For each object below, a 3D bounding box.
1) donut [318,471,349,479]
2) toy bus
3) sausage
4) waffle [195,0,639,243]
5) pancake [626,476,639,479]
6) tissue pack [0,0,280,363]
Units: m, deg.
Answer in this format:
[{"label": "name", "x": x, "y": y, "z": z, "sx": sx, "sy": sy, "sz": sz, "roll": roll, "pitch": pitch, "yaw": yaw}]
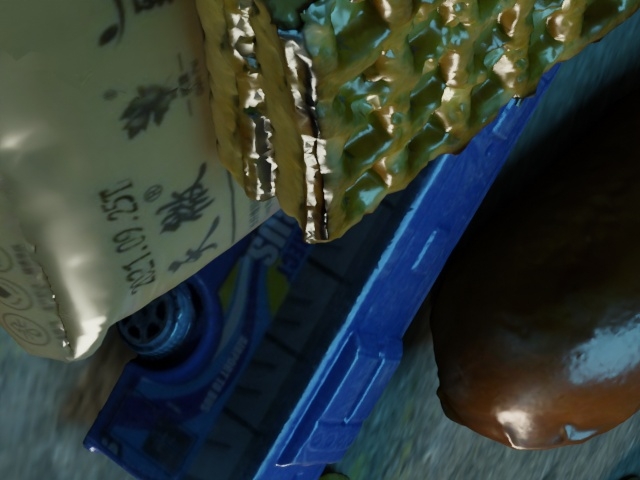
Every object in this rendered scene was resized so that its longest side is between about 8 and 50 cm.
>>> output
[{"label": "donut", "x": 0.009, "y": 0.229, "z": 0.772, "sx": 0.151, "sy": 0.112, "sz": 0.295, "roll": -39, "pitch": 146, "yaw": -22}, {"label": "toy bus", "x": 0.000, "y": 0.000, "z": 0.564, "sx": 0.079, "sy": 0.094, "sz": 0.236, "roll": 18, "pitch": 103, "yaw": -58}, {"label": "sausage", "x": 0.164, "y": 0.009, "z": 0.769, "sx": 0.258, "sy": 0.133, "sz": 0.133, "roll": -38, "pitch": 144, "yaw": -26}, {"label": "waffle", "x": 0.037, "y": -0.073, "z": 0.364, "sx": 0.148, "sy": 0.042, "sz": 0.102, "roll": -38, "pitch": 153, "yaw": -19}, {"label": "pancake", "x": 0.234, "y": 0.264, "z": 1.191, "sx": 0.158, "sy": 0.028, "sz": 0.158, "roll": -31, "pitch": 139, "yaw": -32}, {"label": "tissue pack", "x": -0.038, "y": -0.113, "z": 0.382, "sx": 0.215, "sy": 0.123, "sz": 0.256, "roll": -38, "pitch": 144, "yaw": -20}]
